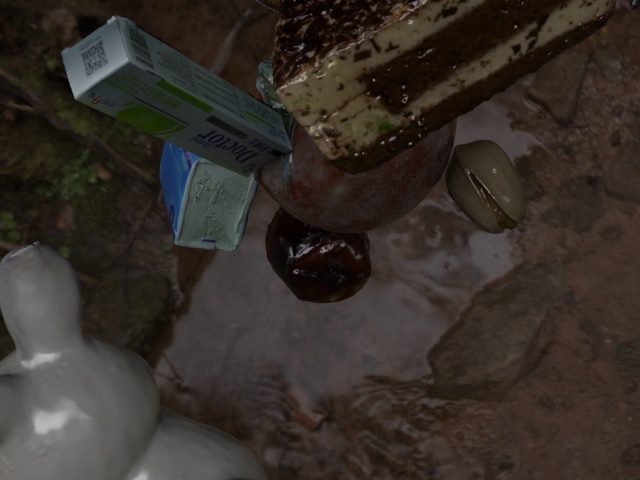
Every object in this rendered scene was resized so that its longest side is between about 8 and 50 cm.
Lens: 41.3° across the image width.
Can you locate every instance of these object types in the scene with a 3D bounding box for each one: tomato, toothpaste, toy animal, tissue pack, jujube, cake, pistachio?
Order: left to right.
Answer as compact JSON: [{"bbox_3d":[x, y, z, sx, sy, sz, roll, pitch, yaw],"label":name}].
[{"bbox_3d":[-0.202,0.183,0.784,0.241,0.367,0.196,-14,35,49],"label":"toy animal"},{"bbox_3d":[-0.151,-0.158,1.003,0.081,0.337,0.067,-28,68,20],"label":"toothpaste"},{"bbox_3d":[-0.223,-0.131,1.660,0.263,0.146,0.198,-116,39,-52],"label":"tissue pack"},{"bbox_3d":[0.000,0.000,1.952,0.259,0.376,0.258,2,115,4],"label":"jujube"},{"bbox_3d":[0.041,-0.169,1.228,0.317,0.283,0.316,-17,67,45],"label":"tomato"},{"bbox_3d":[0.084,-0.134,0.613,0.246,0.112,0.135,-5,55,31],"label":"cake"},{"bbox_3d":[0.249,-0.080,1.272,0.113,0.113,0.149,-39,69,18],"label":"pistachio"}]

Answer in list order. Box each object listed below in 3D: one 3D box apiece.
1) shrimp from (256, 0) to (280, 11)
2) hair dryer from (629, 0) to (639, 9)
[{"bbox_3d":[-0.116,-0.460,1.391,0.294,0.154,0.062,30,56,11],"label":"shrimp"},{"bbox_3d":[0.430,-0.346,1.121,0.047,0.026,0.083,-115,39,-66],"label":"hair dryer"}]
